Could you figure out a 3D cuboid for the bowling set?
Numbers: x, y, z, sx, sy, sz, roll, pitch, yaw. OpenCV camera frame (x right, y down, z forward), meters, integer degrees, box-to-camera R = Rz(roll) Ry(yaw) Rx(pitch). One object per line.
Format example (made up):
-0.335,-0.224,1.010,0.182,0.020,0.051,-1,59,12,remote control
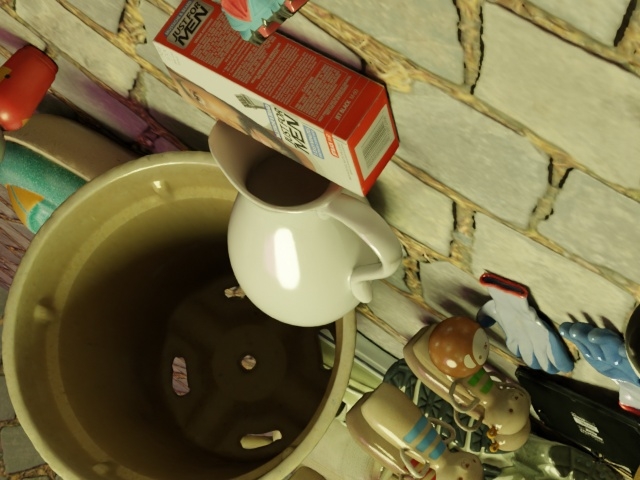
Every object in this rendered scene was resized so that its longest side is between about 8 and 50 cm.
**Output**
0.116,0.174,1.244,0.154,0.287,0.200,43,144,2,bowling set

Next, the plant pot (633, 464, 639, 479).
0.340,0.228,0.948,0.254,0.237,0.237,37,172,47,plant pot

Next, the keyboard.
0.260,0.168,1.264,0.192,0.038,0.100,24,148,60,keyboard

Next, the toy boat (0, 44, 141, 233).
-0.288,-0.069,1.475,0.267,0.148,0.318,27,164,29,toy boat

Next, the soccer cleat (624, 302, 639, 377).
0.309,0.142,0.817,0.116,0.108,0.318,46,-178,-44,soccer cleat

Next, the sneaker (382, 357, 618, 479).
0.178,0.227,1.480,0.283,0.110,0.122,36,169,-4,sneaker

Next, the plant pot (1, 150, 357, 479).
-0.105,0.108,1.390,0.333,0.334,0.305,31,176,14,plant pot

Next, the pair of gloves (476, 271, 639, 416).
0.207,0.092,1.152,0.198,0.023,0.159,23,161,35,pair of gloves

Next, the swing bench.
0.037,0.308,1.949,0.253,0.165,0.255,24,168,33,swing bench

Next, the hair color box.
-0.031,-0.105,0.989,0.167,0.053,0.093,30,166,21,hair color box

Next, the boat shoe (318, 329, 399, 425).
0.051,0.176,1.617,0.302,0.094,0.109,36,165,-3,boat shoe

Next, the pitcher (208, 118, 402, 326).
0.000,0.000,1.101,0.178,0.125,0.207,42,162,26,pitcher

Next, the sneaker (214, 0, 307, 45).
-0.038,-0.176,0.683,0.125,0.104,0.262,39,165,-9,sneaker
